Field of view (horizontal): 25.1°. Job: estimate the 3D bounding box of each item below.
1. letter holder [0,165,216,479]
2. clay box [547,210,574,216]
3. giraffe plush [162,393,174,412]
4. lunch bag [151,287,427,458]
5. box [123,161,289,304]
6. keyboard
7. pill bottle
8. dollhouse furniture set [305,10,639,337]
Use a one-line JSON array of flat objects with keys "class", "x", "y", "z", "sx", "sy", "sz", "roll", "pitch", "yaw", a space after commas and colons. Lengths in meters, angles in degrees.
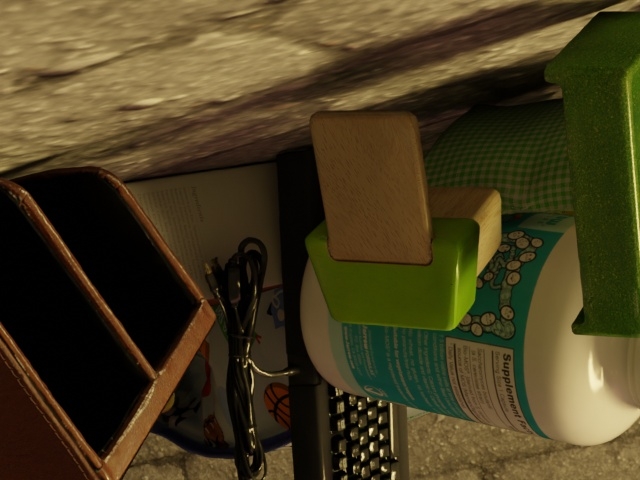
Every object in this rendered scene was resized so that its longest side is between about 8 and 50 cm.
[{"class": "letter holder", "x": -0.255, "y": 0.042, "z": 0.820, "sx": 0.302, "sy": 0.214, "sz": 0.152, "roll": -17, "pitch": -153, "yaw": 31}, {"class": "clay box", "x": 0.174, "y": 0.005, "z": 1.117, "sx": 0.127, "sy": 0.053, "sz": 0.222, "roll": 29, "pitch": 124, "yaw": -28}, {"class": "giraffe plush", "x": -0.218, "y": 0.089, "z": 1.182, "sx": 0.170, "sy": 0.181, "sz": 0.210, "roll": -11, "pitch": -169, "yaw": -36}, {"class": "lunch bag", "x": 0.020, "y": 0.066, "z": 1.354, "sx": 0.328, "sy": 0.239, "sz": 0.385, "roll": -13, "pitch": 169, "yaw": -35}, {"class": "box", "x": -0.115, "y": 0.008, "z": 1.048, "sx": 0.170, "sy": 0.091, "sz": 0.130, "roll": -11, "pitch": 175, "yaw": -39}, {"class": "keyboard", "x": 0.001, "y": 0.091, "z": 1.035, "sx": 0.033, "sy": 0.317, "sz": 0.201, "roll": 1, "pitch": -173, "yaw": 43}, {"class": "pill bottle", "x": 0.127, "y": 0.051, "z": 0.950, "sx": 0.264, "sy": 0.146, "sz": 0.146, "roll": 8, "pitch": -169, "yaw": 37}, {"class": "dollhouse furniture set", "x": 0.134, "y": -0.080, "z": 0.867, "sx": 0.198, "sy": 0.151, "sz": 0.301, "roll": 2, "pitch": -154, "yaw": 28}]
